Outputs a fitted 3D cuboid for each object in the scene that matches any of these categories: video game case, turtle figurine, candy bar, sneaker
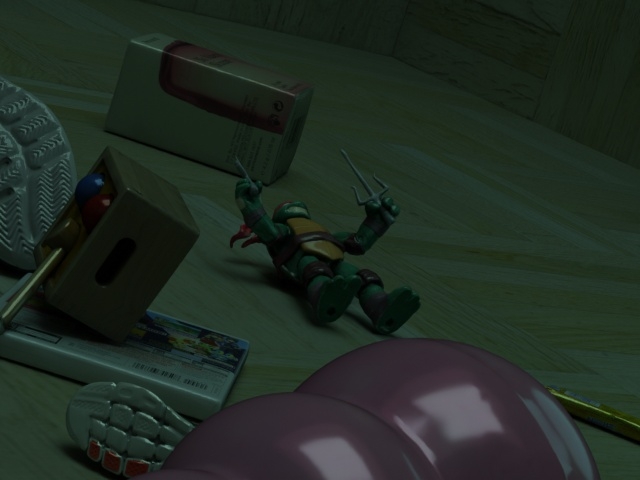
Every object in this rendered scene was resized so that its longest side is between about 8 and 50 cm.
[{"bbox_3d":[-0.164,0.083,1.449,0.201,0.023,0.183,17,12,2],"label":"video game case"},{"bbox_3d":[0.000,0.000,1.827,0.175,0.118,0.234,-5,37,-26],"label":"turtle figurine"},{"bbox_3d":[0.275,0.168,1.693,0.161,0.018,0.040,21,9,16],"label":"candy bar"},{"bbox_3d":[-0.098,0.145,1.231,0.158,0.061,0.065,20,-14,8],"label":"sneaker"},{"bbox_3d":[-0.320,-0.077,1.695,0.124,0.180,0.321,-24,67,-19],"label":"sneaker"}]

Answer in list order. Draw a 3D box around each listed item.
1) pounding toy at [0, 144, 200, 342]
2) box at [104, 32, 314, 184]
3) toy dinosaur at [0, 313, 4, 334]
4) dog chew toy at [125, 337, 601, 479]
[{"bbox_3d":[-0.181,0.010,1.423,0.100,0.141,0.130,33,9,-24],"label":"pounding toy"},{"bbox_3d":[-0.142,-0.175,2.371,0.232,0.127,0.148,19,13,6],"label":"box"},{"bbox_3d":[-0.359,-0.024,1.376,0.313,0.121,0.160,16,13,15],"label":"toy dinosaur"},{"bbox_3d":[0.001,0.165,0.940,0.206,0.206,0.332,27,24,37],"label":"dog chew toy"}]
